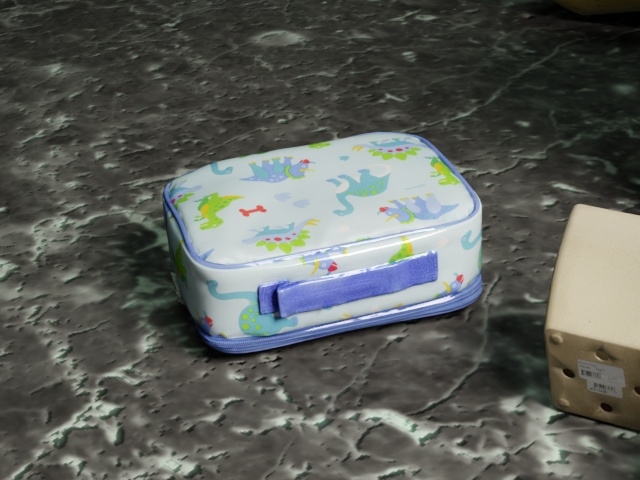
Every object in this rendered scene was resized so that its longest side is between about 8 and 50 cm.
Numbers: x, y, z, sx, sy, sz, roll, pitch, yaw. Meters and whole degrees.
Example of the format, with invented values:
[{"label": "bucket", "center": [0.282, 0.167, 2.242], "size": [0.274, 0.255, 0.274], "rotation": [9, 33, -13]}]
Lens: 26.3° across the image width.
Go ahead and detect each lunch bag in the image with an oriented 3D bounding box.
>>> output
[{"label": "lunch bag", "center": [0.000, 0.000, 0.992], "size": [0.219, 0.090, 0.176], "rotation": [-12, 28, -13]}]

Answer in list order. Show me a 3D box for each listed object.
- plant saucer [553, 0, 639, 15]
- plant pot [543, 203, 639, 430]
[{"label": "plant saucer", "center": [0.425, -0.311, 1.446], "size": [0.333, 0.081, 0.333], "rotation": [5, 24, 46]}, {"label": "plant pot", "center": [0.194, 0.057, 0.853], "size": [0.109, 0.109, 0.096], "rotation": [13, 46, 29]}]
